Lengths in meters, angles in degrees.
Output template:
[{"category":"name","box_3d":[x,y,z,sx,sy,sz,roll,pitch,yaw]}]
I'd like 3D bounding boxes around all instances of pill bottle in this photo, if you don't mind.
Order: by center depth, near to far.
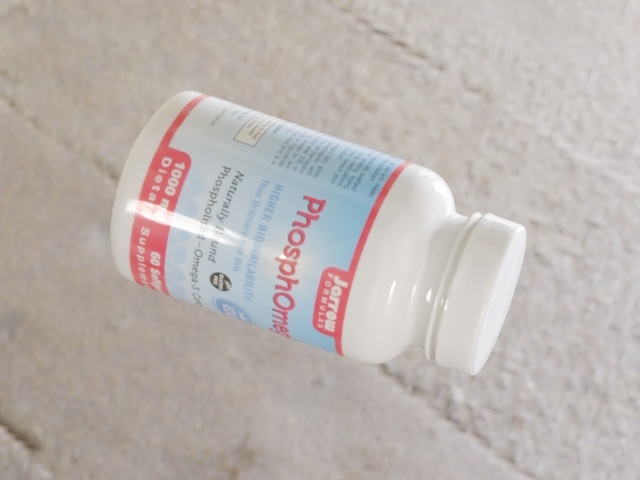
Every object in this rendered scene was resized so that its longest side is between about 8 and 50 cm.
[{"category":"pill bottle","box_3d":[0.000,0.000,0.804,0.160,0.087,0.087,19,34,14]}]
